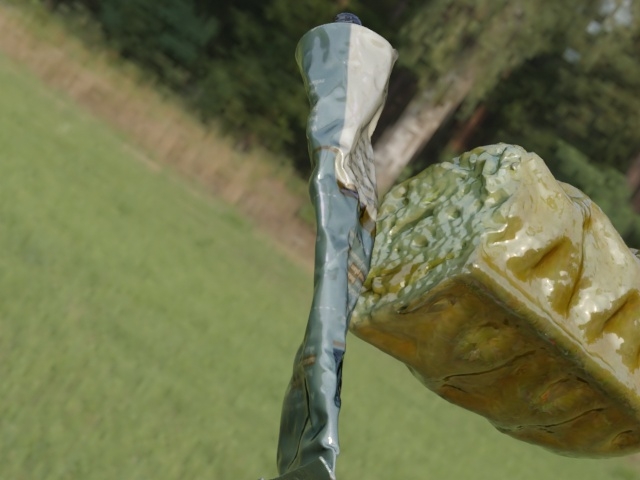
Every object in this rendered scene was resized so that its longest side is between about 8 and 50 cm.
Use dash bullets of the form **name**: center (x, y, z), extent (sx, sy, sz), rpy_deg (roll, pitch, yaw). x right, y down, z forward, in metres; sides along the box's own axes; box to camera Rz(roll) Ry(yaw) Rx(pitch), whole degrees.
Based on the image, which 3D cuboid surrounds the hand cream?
- **hand cream**: center (-0.001, 0.000, 0.774), extent (0.052, 0.247, 0.075), rpy_deg (6, -22, 5)

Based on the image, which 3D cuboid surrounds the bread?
- **bread**: center (0.142, 0.051, 1.009), extent (0.268, 0.152, 0.130), rpy_deg (35, 23, -35)
